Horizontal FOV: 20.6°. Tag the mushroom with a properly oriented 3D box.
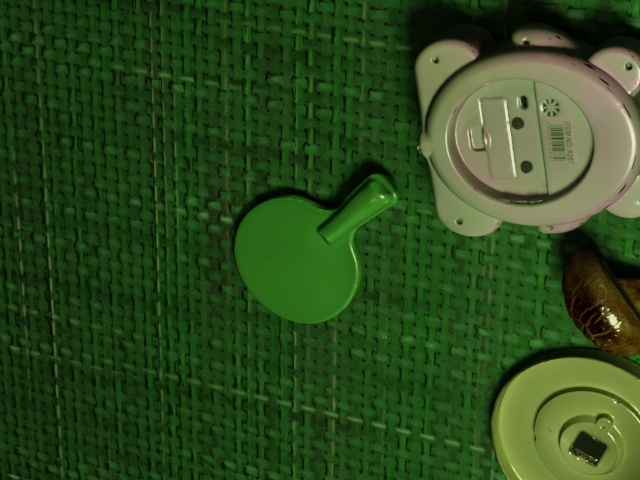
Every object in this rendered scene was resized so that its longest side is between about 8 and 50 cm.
[{"bbox_3d":[0.304,0.068,1.875,0.085,0.109,0.126,-38,77,38],"label":"mushroom"}]

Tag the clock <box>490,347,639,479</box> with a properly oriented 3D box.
[{"bbox_3d":[0.305,0.231,1.992,0.235,0.029,0.235,11,117,22],"label":"clock"}]

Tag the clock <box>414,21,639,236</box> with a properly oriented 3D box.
[{"bbox_3d":[0.228,-0.115,1.835,0.247,0.090,0.228,0,113,24],"label":"clock"}]

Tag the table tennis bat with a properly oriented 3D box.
[{"bbox_3d":[0.000,0.000,2.032,0.160,0.039,0.257,49,129,-1],"label":"table tennis bat"}]
